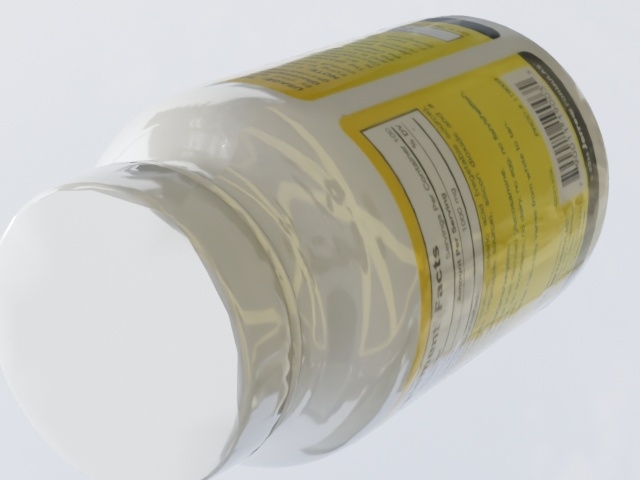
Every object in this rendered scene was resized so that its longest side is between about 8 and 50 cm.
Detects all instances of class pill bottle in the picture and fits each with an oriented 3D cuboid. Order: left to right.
[{"bbox_3d":[0.000,0.000,0.775,0.334,0.188,0.188,-25,-96,-53],"label":"pill bottle"}]
